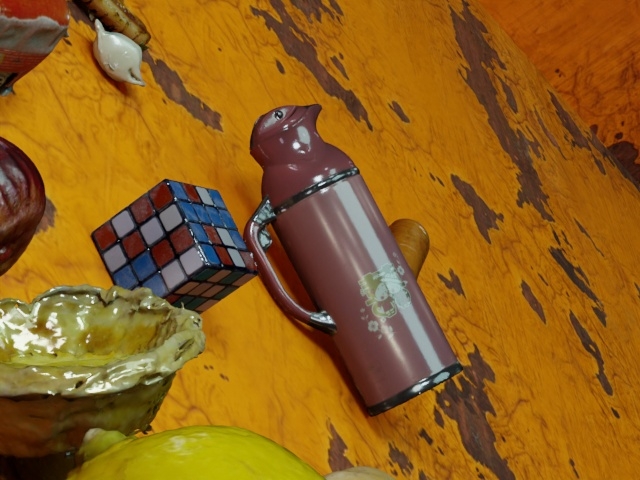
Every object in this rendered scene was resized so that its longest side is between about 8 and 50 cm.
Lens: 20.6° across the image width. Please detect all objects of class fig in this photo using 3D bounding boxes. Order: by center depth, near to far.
[{"bbox_3d":[-0.264,-0.031,1.273,0.128,0.128,0.150,34,23,-46],"label":"fig"}]

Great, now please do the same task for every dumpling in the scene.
[{"bbox_3d":[-0.204,-0.187,1.772,0.077,0.043,0.059,29,11,-21],"label":"dumpling"}]

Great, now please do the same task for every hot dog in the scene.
[{"bbox_3d":[-0.220,-0.238,1.828,0.122,0.037,0.049,48,9,-35],"label":"hot dog"}]

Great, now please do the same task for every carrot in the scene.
[{"bbox_3d":[0.088,0.053,2.055,0.061,0.061,0.256,48,30,-21],"label":"carrot"}]

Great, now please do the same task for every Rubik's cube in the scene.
[{"bbox_3d":[-0.127,0.011,1.551,0.092,0.092,0.092,9,49,-62],"label":"Rubik's cube"}]

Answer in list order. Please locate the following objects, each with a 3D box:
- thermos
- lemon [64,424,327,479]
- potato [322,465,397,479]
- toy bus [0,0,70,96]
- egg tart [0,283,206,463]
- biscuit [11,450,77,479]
[{"bbox_3d":[0.012,0.018,1.823,0.330,0.136,0.109,63,8,3],"label":"thermos"},{"bbox_3d":[-0.068,0.253,1.077,0.260,0.261,0.284,-29,114,-70],"label":"lemon"},{"bbox_3d":[0.034,0.254,1.516,0.118,0.109,0.178,37,10,15],"label":"potato"},{"bbox_3d":[-0.305,-0.189,1.421,0.121,0.120,0.265,60,21,10],"label":"toy bus"},{"bbox_3d":[-0.175,0.092,1.205,0.212,0.213,0.090,-43,127,-70],"label":"egg tart"},{"bbox_3d":[-0.171,0.192,1.253,0.138,0.031,0.205,51,18,3],"label":"biscuit"}]
